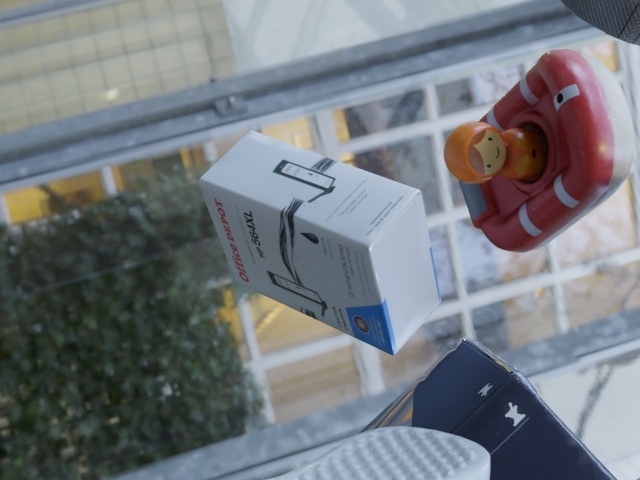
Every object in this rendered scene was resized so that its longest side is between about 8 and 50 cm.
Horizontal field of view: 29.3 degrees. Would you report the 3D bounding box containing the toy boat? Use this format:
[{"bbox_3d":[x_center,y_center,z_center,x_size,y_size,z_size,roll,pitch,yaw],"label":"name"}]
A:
[{"bbox_3d":[0.188,-0.085,1.180,0.231,0.151,0.151,-47,-128,52],"label":"toy boat"}]

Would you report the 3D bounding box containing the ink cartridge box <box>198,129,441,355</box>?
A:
[{"bbox_3d":[0.000,0.000,1.142,0.203,0.086,0.148,21,-36,34],"label":"ink cartridge box"}]

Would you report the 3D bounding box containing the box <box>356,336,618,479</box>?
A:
[{"bbox_3d":[0.113,0.311,0.982,0.312,0.343,0.179,48,-2,-9],"label":"box"}]

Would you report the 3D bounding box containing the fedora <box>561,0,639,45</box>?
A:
[{"bbox_3d":[0.242,-0.240,0.847,0.124,0.244,0.275,108,-6,-62],"label":"fedora"}]

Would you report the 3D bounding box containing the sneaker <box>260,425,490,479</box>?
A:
[{"bbox_3d":[-0.011,0.197,0.667,0.126,0.321,0.127,15,-77,38],"label":"sneaker"}]

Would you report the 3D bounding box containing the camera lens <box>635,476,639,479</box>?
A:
[{"bbox_3d":[0.224,0.260,0.666,0.274,0.219,0.219,98,-25,-44],"label":"camera lens"}]
